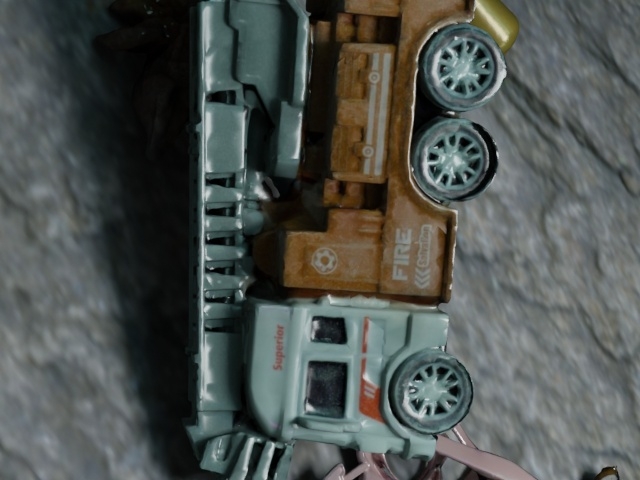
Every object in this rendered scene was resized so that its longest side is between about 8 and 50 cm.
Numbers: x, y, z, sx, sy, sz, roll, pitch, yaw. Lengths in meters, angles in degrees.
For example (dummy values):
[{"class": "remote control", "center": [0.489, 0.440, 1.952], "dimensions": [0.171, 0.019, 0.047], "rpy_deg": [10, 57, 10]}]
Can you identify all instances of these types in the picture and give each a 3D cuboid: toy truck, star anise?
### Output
[{"class": "toy truck", "center": [0.000, 0.000, 1.130], "dimensions": [0.184, 0.133, 0.338], "rpy_deg": [4, 96, -13]}, {"class": "star anise", "center": [-0.036, -0.182, 1.164], "dimensions": [0.148, 0.227, 0.218], "rpy_deg": [22, 47, -22]}]

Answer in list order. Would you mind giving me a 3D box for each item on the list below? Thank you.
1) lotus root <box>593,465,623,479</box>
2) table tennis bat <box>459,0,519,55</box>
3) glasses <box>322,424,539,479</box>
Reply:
[{"class": "lotus root", "center": [0.230, 0.220, 1.413], "dimensions": [0.037, 0.030, 0.083], "rpy_deg": [23, 57, -76]}, {"class": "table tennis bat", "center": [0.044, -0.261, 1.396], "dimensions": [0.321, 0.050, 0.198], "rpy_deg": [46, 48, -19]}, {"class": "glasses", "center": [0.109, 0.201, 1.249], "dimensions": [0.255, 0.095, 0.162], "rpy_deg": [42, 53, -24]}]
